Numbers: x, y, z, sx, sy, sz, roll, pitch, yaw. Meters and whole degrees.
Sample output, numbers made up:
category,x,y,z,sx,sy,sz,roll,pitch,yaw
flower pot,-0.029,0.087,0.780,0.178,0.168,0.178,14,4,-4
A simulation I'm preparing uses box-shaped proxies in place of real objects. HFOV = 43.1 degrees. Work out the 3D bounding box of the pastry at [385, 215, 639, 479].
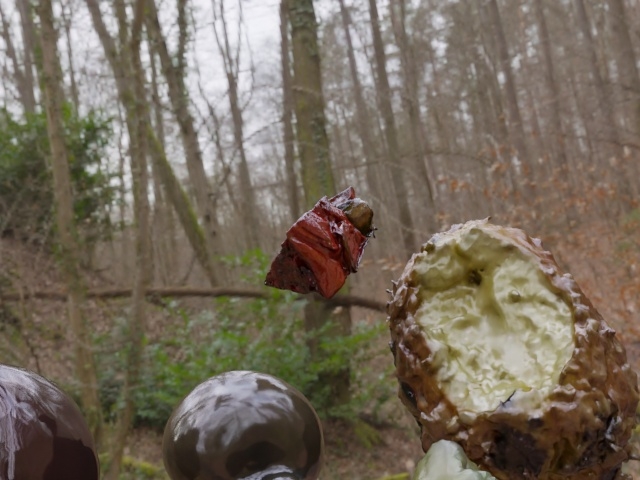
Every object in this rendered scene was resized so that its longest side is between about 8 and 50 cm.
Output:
category,x,y,z,sx,sy,sz,roll,pitch,yaw
pastry,0.249,0.183,1.098,0.292,0.405,0.337,-30,-42,1

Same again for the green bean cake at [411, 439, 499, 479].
category,x,y,z,sx,sy,sz,roll,pitch,yaw
green bean cake,0.137,0.231,0.453,0.236,0.233,0.124,19,35,2

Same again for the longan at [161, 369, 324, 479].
category,x,y,z,sx,sy,sz,roll,pitch,yaw
longan,-0.081,0.233,0.905,0.185,0.159,0.204,-2,22,-32

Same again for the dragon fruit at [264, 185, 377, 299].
category,x,y,z,sx,sy,sz,roll,pitch,yaw
dragon fruit,0.017,0.010,1.055,0.122,0.092,0.192,-59,-9,35

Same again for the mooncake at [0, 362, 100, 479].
category,x,y,z,sx,sy,sz,roll,pitch,yaw
mooncake,-0.389,0.275,0.787,0.334,0.325,0.174,2,-21,21
